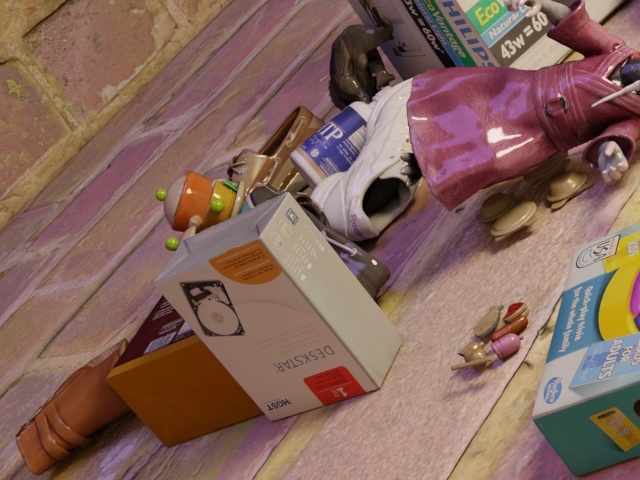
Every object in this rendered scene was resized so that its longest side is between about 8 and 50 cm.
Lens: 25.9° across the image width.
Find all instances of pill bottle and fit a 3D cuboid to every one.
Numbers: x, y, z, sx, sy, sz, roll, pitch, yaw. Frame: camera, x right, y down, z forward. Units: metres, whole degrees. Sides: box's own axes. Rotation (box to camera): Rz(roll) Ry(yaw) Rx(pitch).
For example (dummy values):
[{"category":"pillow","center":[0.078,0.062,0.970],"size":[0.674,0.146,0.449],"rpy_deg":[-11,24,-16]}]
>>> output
[{"category":"pill bottle","center":[0.056,-0.146,2.121],"size":[0.186,0.112,0.112],"rpy_deg":[-40,19,-4]}]

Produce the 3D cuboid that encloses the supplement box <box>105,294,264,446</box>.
[{"category":"supplement box","center":[-0.138,0.137,1.802],"size":[0.191,0.129,0.194],"rpy_deg":[-24,24,37]}]

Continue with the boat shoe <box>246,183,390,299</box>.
[{"category":"boat shoe","center":[0.000,0.000,1.834],"size":[0.095,0.112,0.335],"rpy_deg":[-45,35,5]}]

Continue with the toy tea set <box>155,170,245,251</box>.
[{"category":"toy tea set","center":[-0.194,-0.011,2.042],"size":[0.336,0.124,0.200],"rpy_deg":[160,126,-81]}]

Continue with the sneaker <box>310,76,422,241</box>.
[{"category":"sneaker","center":[0.113,-0.110,1.973],"size":[0.152,0.114,0.305],"rpy_deg":[3,53,53]}]

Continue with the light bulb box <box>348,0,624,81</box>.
[{"category":"light bulb box","center":[0.284,-0.413,2.139],"size":[0.358,0.225,0.361],"rpy_deg":[-42,19,-12]}]

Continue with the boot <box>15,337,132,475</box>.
[{"category":"boot","center":[-0.331,0.238,1.943],"size":[0.220,0.109,0.283],"rpy_deg":[-40,17,-9]}]

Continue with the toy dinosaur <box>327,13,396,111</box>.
[{"category":"toy dinosaur","center":[0.058,-0.267,2.224],"size":[0.121,0.313,0.160],"rpy_deg":[-27,62,-6]}]

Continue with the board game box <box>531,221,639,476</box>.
[{"category":"board game box","center":[0.360,0.046,1.193],"size":[0.336,0.079,0.254],"rpy_deg":[-26,23,33]}]

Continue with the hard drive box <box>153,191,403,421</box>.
[{"category":"hard drive box","center":[-0.047,0.082,1.608],"size":[0.181,0.232,0.089],"rpy_deg":[-23,25,38]}]

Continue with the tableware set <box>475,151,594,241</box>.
[{"category":"tableware set","center":[0.258,-0.056,1.698],"size":[0.141,0.020,0.169],"rpy_deg":[-35,18,5]}]

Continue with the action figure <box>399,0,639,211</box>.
[{"category":"action figure","center":[0.285,-0.143,1.646],"size":[0.370,0.275,0.248],"rpy_deg":[-14,72,23]}]

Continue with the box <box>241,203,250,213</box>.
[{"category":"box","center":[-0.070,0.022,1.985],"size":[0.060,0.100,0.244],"rpy_deg":[-33,20,13]}]

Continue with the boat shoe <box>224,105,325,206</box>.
[{"category":"boat shoe","center":[-0.107,-0.096,2.290],"size":[0.324,0.116,0.123],"rpy_deg":[-46,21,-22]}]

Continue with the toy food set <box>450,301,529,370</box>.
[{"category":"toy food set","center":[0.188,0.103,1.468],"size":[0.078,0.019,0.122],"rpy_deg":[-19,19,42]}]
